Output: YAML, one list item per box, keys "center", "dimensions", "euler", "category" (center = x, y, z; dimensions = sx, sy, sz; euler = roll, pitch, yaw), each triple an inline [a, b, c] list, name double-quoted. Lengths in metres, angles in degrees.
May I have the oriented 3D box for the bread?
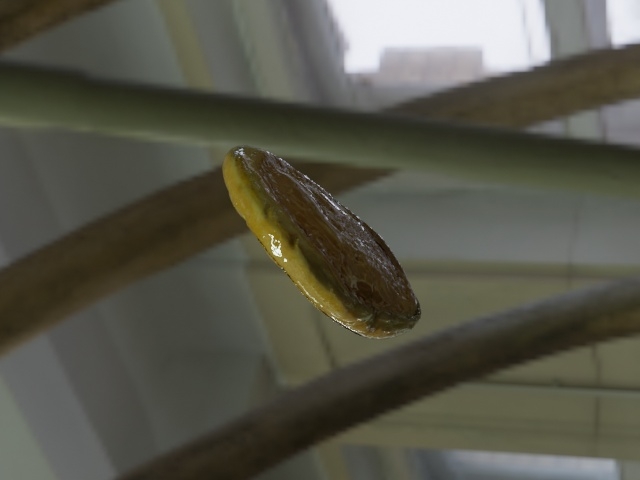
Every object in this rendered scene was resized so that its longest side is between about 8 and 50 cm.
- center: [0.000, 0.000, 0.737]
  dimensions: [0.110, 0.024, 0.110]
  euler: [44, -167, -12]
  category: "bread"
